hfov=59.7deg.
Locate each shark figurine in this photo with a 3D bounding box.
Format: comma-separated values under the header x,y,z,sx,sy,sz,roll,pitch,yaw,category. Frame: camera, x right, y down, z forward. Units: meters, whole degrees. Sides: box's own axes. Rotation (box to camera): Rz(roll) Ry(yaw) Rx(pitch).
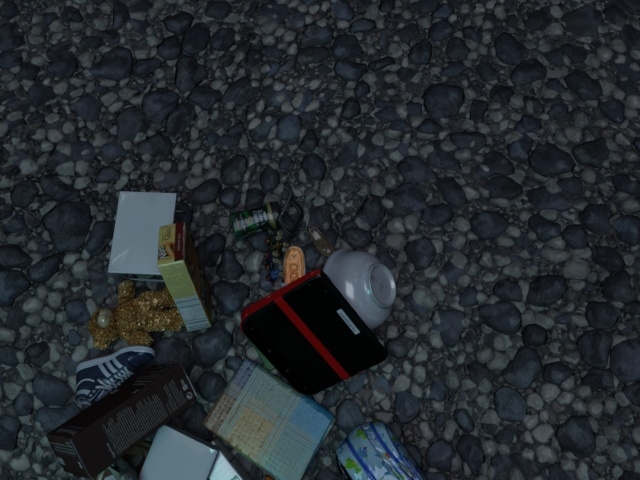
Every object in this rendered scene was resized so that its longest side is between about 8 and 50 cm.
x,y,z,sx,sy,sz,roll,pitch,yaw,category
-0.628,0.677,1.755,0.116,0.166,0.278,-32,57,-33,shark figurine

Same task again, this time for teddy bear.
x,y,z,sx,sy,sz,roll,pitch,yaw,category
-0.618,0.250,1.878,0.337,0.113,0.245,2,74,1,teddy bear

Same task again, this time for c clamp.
x,y,z,sx,sy,sz,roll,pitch,yaw,category
-0.113,-0.104,1.961,0.022,0.137,0.161,-18,43,38,c clamp

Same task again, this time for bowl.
x,y,z,sx,sy,sz,roll,pitch,yaw,category
0.151,0.156,1.796,0.134,0.297,0.298,-19,72,39,bowl

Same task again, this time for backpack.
x,y,z,sx,sy,sz,roll,pitch,yaw,category
0.201,0.724,1.679,0.355,0.290,0.273,34,85,18,backpack

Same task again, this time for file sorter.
x,y,z,sx,sy,sz,roll,pitch,yaw,category
-0.581,-0.007,1.909,0.192,0.173,0.278,2,76,2,file sorter

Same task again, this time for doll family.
x,y,z,sx,sy,sz,roll,pitch,yaw,category
-0.161,0.062,1.926,0.076,0.111,0.193,26,61,-27,doll family

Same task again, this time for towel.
x,y,z,sx,sy,sz,roll,pitch,yaw,category
-0.167,0.593,1.827,0.370,0.040,0.271,31,77,10,towel

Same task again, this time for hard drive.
x,y,z,sx,sy,sz,roll,pitch,yaw,category
-0.457,0.741,1.711,0.203,0.040,0.308,22,88,11,hard drive

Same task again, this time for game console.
x,y,z,sx,sy,sz,roll,pitch,yaw,category
-0.027,0.300,1.742,0.342,0.060,0.387,-31,112,18,game console

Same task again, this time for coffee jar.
x,y,z,sx,sy,sz,roll,pitch,yaw,category
-0.223,-0.073,1.971,0.184,0.079,0.096,-17,77,-4,coffee jar

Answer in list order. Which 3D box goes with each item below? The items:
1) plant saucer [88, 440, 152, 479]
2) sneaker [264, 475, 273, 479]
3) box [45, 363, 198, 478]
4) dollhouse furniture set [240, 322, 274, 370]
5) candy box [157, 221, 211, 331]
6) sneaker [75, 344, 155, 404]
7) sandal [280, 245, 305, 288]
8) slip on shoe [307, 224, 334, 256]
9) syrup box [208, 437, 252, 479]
x,y,z,sx,sy,sz,roll,pitch,yaw,category
-0.610,0.782,1.782,0.277,0.041,0.278,0,76,1,plant saucer
-0.125,0.823,1.765,0.067,0.064,0.175,-26,82,-25,sneaker
-0.582,0.523,1.662,0.381,0.191,0.143,-34,104,-45,box
-0.099,0.285,1.803,0.301,0.151,0.198,-33,94,0,dollhouse furniture set
-0.429,0.119,1.780,0.087,0.317,0.183,-12,43,-1,candy box
-0.664,0.444,1.801,0.282,0.099,0.153,-18,50,9,sneaker
-0.093,0.142,1.917,0.101,0.076,0.266,-5,77,-1,sandal
0.000,0.000,1.970,0.051,0.041,0.135,-32,78,-7,slip on shoe
-0.291,0.751,1.757,0.093,0.096,0.237,-41,78,-7,syrup box
